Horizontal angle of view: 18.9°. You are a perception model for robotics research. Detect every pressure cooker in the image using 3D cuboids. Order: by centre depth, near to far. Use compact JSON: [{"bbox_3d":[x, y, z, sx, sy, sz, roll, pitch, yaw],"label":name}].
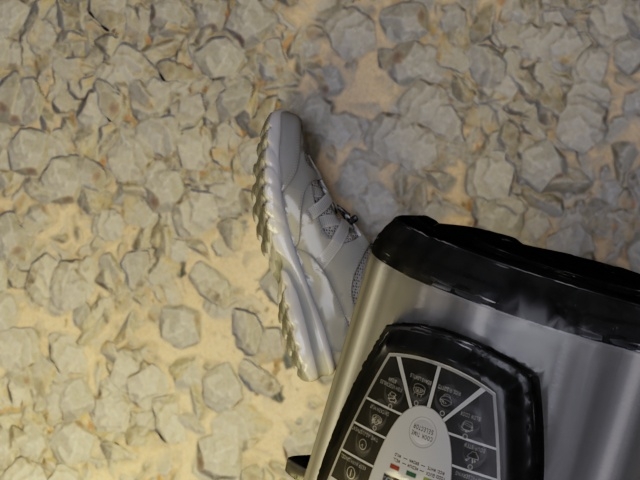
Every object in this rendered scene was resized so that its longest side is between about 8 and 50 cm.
[{"bbox_3d":[0.176,0.218,1.764,0.375,0.370,0.420,15,97,-11],"label":"pressure cooker"}]

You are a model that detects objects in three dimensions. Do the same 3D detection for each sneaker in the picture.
[{"bbox_3d":[0.000,0.000,1.981,0.115,0.105,0.281,-11,84,-11],"label":"sneaker"}]
